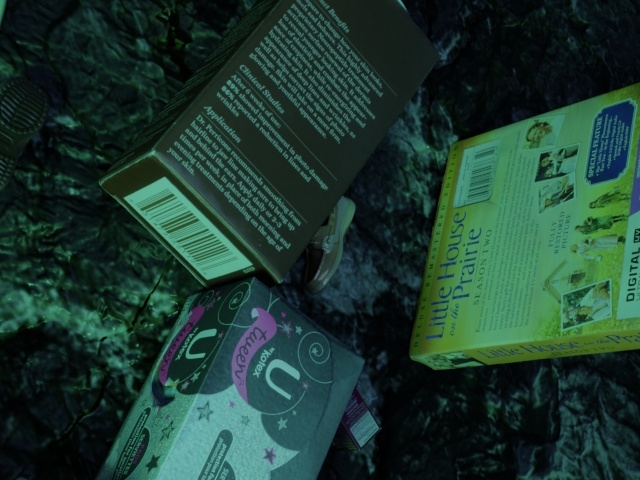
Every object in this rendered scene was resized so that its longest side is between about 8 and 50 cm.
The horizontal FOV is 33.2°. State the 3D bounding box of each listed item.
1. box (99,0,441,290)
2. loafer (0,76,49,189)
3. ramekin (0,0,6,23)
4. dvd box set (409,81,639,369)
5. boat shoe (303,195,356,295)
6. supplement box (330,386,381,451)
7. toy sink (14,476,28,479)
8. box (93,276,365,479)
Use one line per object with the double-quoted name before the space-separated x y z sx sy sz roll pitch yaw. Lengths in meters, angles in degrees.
"box" -0.045 -0.139 1.175 0.191 0.143 0.381 47 58 -18
"loafer" -0.309 -0.099 1.027 0.056 0.050 0.148 42 42 -25
"ramekin" -0.431 -0.233 0.887 0.303 0.148 0.303 11 73 -41
"dvd box set" 0.289 -0.017 1.212 0.062 0.420 0.307 29 63 -31
"boat shoe" 0.000 0.000 1.232 0.045 0.050 0.135 33 51 -22
"supplement box" 0.020 0.190 1.193 0.043 0.055 0.083 -38 103 -36
"toy sink" -0.243 0.331 0.899 0.131 0.234 0.153 -43 112 -5
"box" -0.091 0.185 1.058 0.163 0.142 0.247 38 59 -24
